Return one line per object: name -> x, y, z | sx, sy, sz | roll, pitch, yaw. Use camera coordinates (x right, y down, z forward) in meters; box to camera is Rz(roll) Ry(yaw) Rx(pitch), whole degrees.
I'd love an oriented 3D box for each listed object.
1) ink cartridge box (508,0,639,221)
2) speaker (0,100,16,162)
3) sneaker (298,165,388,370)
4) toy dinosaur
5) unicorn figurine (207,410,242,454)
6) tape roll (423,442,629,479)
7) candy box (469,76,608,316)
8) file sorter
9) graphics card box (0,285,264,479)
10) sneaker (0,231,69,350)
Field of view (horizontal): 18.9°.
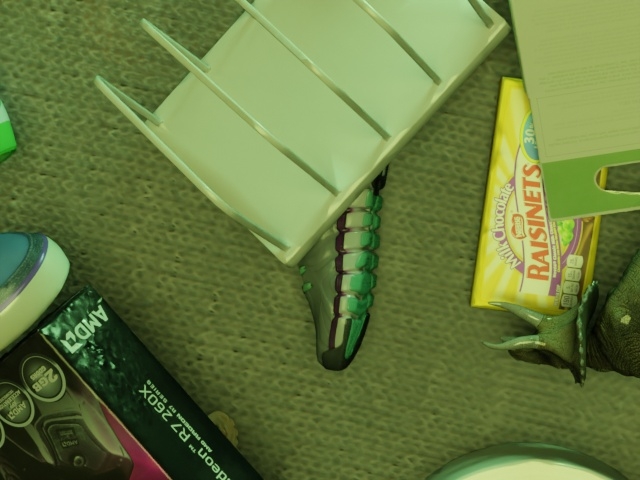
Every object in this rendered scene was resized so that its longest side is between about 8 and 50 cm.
ink cartridge box -> 0.258, -0.142, 1.635 | 0.171, 0.056, 0.235 | -8, 118, 9
speaker -> -0.384, -0.177, 1.650 | 0.131, 0.131, 0.296 | -31, 92, 3
sneaker -> 0.000, 0.000, 1.683 | 0.098, 0.083, 0.223 | 6, 84, 14
toy dinosaur -> 0.308, 0.044, 1.622 | 0.313, 0.121, 0.160 | -41, 128, 13
unicorn figurine -> -0.150, 0.182, 1.706 | 0.162, 0.060, 0.111 | -5, 84, -12
tape roll -> 0.183, 0.324, 1.680 | 0.286, 0.100, 0.286 | 0, 94, 1
candy box -> 0.196, -0.036, 1.692 | 0.105, 0.027, 0.206 | 7, 94, 4
file sorter -> -0.023, -0.156, 1.589 | 0.277, 0.173, 0.193 | -48, 67, 4
graphics card box -> -0.158, 0.244, 1.632 | 0.371, 0.094, 0.233 | 50, 127, -3
sneaker -> -0.400, 0.011, 1.587 | 0.323, 0.130, 0.236 | -21, 123, 17
